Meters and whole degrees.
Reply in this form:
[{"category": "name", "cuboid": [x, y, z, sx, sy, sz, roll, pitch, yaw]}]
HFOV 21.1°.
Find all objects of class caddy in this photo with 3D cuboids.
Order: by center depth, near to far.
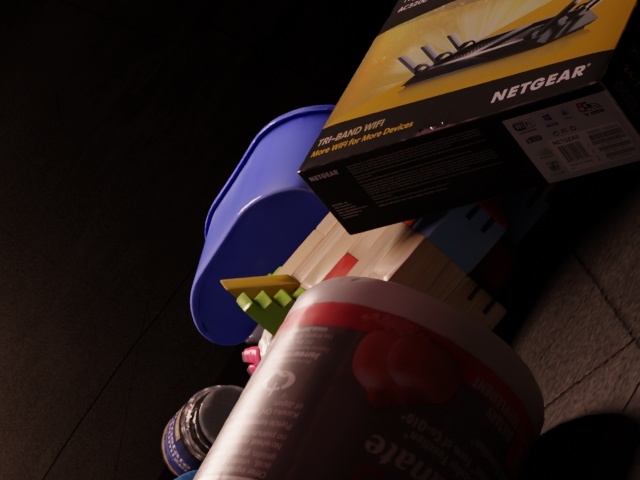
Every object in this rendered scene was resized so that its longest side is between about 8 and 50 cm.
[{"category": "caddy", "cuboid": [0.000, 0.000, 1.916, 0.341, 0.241, 0.179, -54, 12, 41]}]

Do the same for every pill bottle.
[{"category": "pill bottle", "cuboid": [-0.005, 0.193, 1.005, 0.318, 0.176, 0.176, -60, 5, -29]}, {"category": "pill bottle", "cuboid": [-0.151, 0.276, 2.466, 0.123, 0.123, 0.219, -60, 4, -23]}]

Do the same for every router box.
[{"category": "router box", "cuboid": [0.156, -0.140, 1.374, 0.309, 0.081, 0.243, -15, 35, 43]}]

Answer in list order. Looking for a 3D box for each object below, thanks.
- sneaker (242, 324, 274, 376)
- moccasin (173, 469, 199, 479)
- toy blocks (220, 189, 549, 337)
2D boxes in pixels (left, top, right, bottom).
[{"category": "sneaker", "cuboid": [0.022, 0.074, 2.159, 0.112, 0.121, 0.299, -12, 36, 41]}, {"category": "moccasin", "cuboid": [-0.172, 0.381, 1.873, 0.117, 0.137, 0.342, -61, 1, 30]}, {"category": "toy blocks", "cuboid": [0.080, 0.014, 1.510, 0.261, 0.191, 0.381, -49, 15, 0]}]
